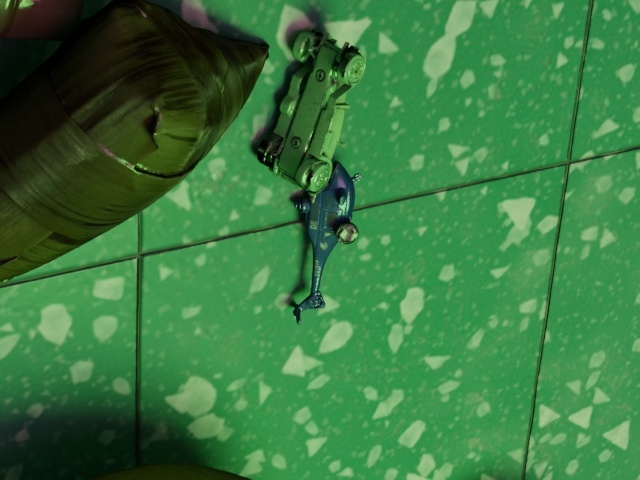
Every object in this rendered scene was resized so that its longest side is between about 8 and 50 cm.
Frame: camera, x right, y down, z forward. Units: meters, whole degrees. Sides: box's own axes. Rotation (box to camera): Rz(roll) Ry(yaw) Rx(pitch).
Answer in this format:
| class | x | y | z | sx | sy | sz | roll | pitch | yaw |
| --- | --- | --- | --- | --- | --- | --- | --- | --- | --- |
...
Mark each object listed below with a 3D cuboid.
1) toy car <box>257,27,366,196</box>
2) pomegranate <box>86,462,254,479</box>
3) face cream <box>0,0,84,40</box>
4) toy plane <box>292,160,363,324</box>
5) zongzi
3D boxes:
| class | x | y | z | sx | sy | sz | roll | pitch | yaw |
| --- | --- | --- | --- | --- | --- | --- | --- | --- | --- |
| toy car | -0.004 | -0.116 | 1.439 | 0.054 | 0.073 | 0.143 | -3 | 117 | -51 |
| pomegranate | -0.132 | 0.395 | 1.454 | 0.416 | 0.416 | 0.417 | -16 | 123 | -27 |
| face cream | -0.344 | -0.197 | 1.161 | 0.341 | 0.084 | 0.137 | 1 | 125 | -28 |
| toy plane | 0.000 | 0.000 | 1.527 | 0.062 | 0.054 | 0.167 | 5 | 113 | -9 |
| zongzi | -0.177 | -0.081 | 1.323 | 0.286 | 0.138 | 0.300 | -36 | 179 | 21 |
